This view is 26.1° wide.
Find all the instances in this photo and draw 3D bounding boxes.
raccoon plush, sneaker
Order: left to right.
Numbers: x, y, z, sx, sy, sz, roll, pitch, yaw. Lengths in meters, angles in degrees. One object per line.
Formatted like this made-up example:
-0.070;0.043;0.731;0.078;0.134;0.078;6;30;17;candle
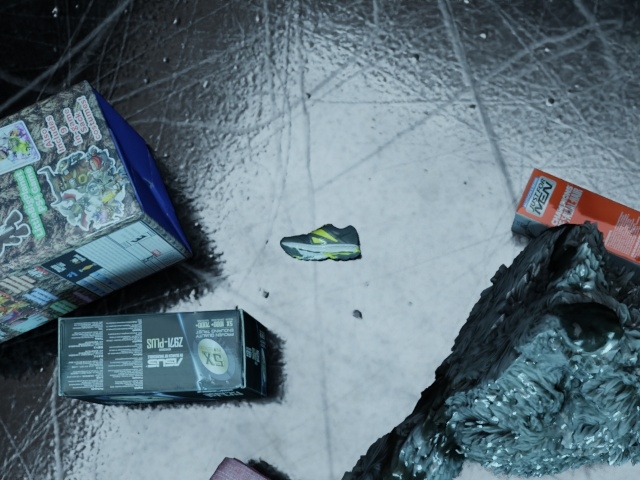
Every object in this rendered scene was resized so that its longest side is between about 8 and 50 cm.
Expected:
0.000;0.000;1.423;0.083;0.031;0.035;3;67;2;sneaker
0.253;0.183;1.314;0.299;0.216;0.446;36;126;-11;raccoon plush

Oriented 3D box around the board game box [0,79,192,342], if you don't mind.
-0.302;-0.006;1.350;0.291;0.232;0.141;-24;78;1;board game box

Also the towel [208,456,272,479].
-0.085;0.372;1.221;0.237;0.037;0.329;27;62;22;towel

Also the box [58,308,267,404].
-0.151;0.117;1.355;0.180;0.147;0.077;-3;80;5;box

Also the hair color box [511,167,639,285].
0.276;-0.008;1.360;0.167;0.093;0.053;23;82;9;hair color box
